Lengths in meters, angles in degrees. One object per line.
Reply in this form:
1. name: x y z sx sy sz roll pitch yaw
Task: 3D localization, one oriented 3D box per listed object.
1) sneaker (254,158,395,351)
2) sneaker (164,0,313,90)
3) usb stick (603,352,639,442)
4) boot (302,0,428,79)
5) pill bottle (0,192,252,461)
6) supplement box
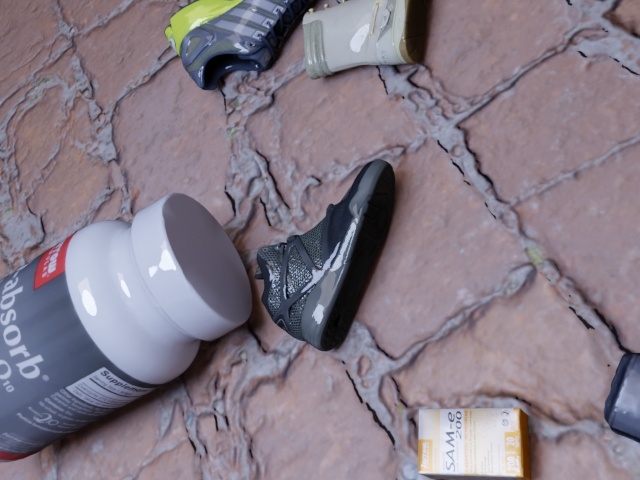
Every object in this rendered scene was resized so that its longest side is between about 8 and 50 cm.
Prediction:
1. sneaker: 0.000 0.000 0.774 0.130 0.087 0.228 20 84 29
2. sneaker: -0.080 -0.319 0.979 0.299 0.111 0.121 -26 76 17
3. usb stick: 0.363 0.165 0.510 0.277 0.045 0.077 20 78 35
4. boot: 0.061 -0.319 0.902 0.165 0.077 0.213 -4 66 31
5. pill bottle: -0.277 0.103 0.809 0.362 0.210 0.210 -30 56 15
6. supplement box: 0.143 0.192 0.629 0.098 0.036 0.062 -9 62 27
